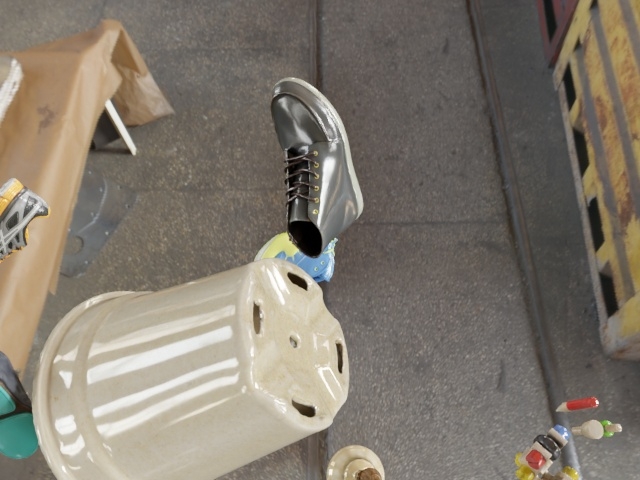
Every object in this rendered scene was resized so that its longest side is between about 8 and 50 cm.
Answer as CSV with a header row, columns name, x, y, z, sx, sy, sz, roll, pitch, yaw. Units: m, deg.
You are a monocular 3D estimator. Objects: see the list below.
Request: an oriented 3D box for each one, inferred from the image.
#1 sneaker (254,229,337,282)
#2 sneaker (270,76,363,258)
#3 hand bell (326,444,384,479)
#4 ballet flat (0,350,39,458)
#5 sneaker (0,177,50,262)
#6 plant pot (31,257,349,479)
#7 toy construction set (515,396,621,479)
name,x,y,z,sx,sy,sz,roll,pitch,yaw
sneaker,0.000,0.000,0.974,0.126,0.091,0.240,43,90,12
sneaker,-0.016,-0.092,0.708,0.083,0.222,0.118,-8,30,36
hand bell,0.084,0.464,1.067,0.126,0.242,0.126,1,69,-4
ballet flat,-0.420,0.215,0.735,0.074,0.203,0.074,2,43,-2
sneaker,-0.552,-0.001,0.942,0.215,0.083,0.084,-49,35,11
plant pot,-0.144,0.176,0.742,0.305,0.334,0.334,-26,58,27
toy construction set,0.549,0.528,1.275,0.257,0.237,0.309,28,66,0
